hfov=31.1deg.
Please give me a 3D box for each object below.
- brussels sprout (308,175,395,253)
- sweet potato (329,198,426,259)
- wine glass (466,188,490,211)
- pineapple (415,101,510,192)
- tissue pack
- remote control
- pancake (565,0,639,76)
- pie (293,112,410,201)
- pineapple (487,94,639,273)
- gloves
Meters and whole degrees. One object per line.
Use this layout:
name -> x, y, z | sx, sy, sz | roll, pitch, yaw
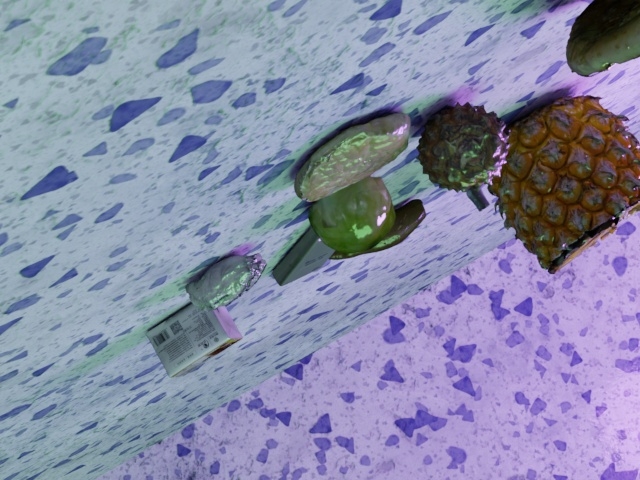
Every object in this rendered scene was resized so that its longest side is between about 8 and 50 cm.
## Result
brussels sprout -> 0.063, -0.041, 2.061 | 0.152, 0.122, 0.149 | -34, 170, 19
sweet potato -> 0.120, -0.007, 2.449 | 0.244, 0.077, 0.077 | -30, 168, -9
wine glass -> 0.341, -0.103, 2.565 | 0.042, 0.083, 0.039 | -30, 173, -15
pineapple -> 0.243, -0.158, 1.973 | 0.166, 0.166, 0.193 | -30, -176, 0
tissue pack -> -0.249, 0.190, 2.284 | 0.149, 0.106, 0.099 | -32, 169, 10
remote control -> 0.000, 0.000, 2.296 | 0.123, 0.038, 0.285 | -25, 165, -31
pancake -> 0.501, -0.368, 1.668 | 0.382, 0.071, 0.382 | -40, -171, 8
pie -> 0.051, -0.134, 1.827 | 0.218, 0.052, 0.185 | -29, 170, 2
pineapple -> 0.507, -0.125, 2.354 | 0.352, 0.300, 0.352 | -28, 167, -7
gloves -> -0.165, 0.075, 2.108 | 0.153, 0.070, 0.114 | -34, 167, 7
